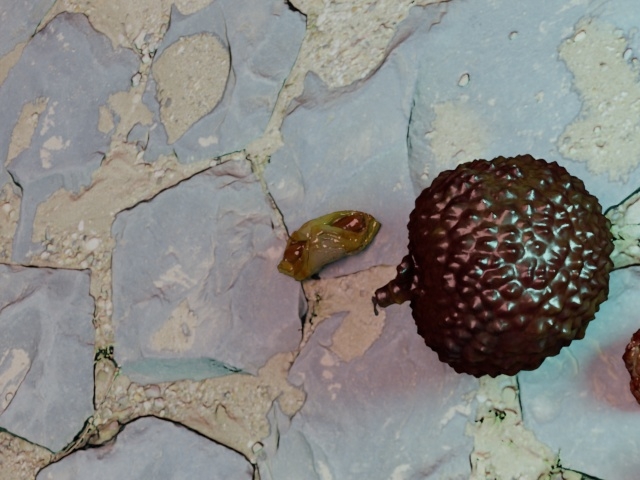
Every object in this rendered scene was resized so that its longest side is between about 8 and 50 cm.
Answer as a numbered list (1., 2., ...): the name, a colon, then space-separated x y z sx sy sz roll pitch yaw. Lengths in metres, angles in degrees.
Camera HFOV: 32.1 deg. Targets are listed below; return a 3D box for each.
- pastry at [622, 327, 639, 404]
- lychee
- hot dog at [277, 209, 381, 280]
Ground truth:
1. pastry: 0.449 0.131 1.271 0.209 0.097 0.115 -13 60 26
2. lychee: 0.206 0.032 1.330 0.300 0.264 0.264 -17 66 -3
3. hot dog: 0.000 0.001 1.563 0.169 0.061 0.078 -30 62 17
